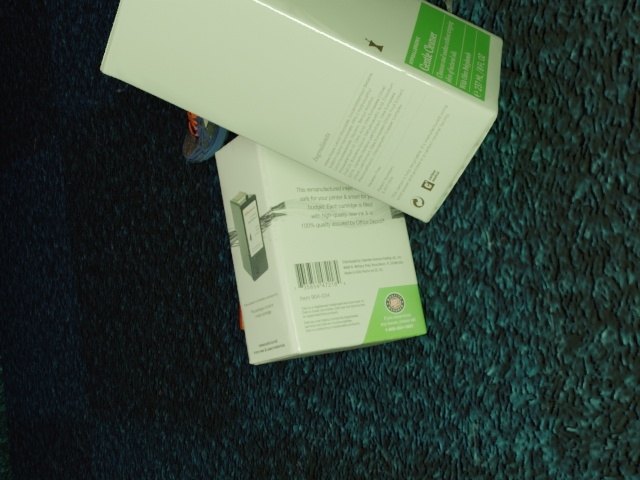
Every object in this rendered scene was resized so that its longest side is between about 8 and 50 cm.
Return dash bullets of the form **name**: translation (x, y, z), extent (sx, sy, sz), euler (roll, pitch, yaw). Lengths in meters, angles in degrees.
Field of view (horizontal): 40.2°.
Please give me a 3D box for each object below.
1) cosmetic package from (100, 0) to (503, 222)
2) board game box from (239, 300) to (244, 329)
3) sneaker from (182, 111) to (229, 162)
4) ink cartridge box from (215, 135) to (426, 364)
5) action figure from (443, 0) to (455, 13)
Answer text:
- **cosmetic package**: translation (-0.011, -0.192, 0.906), extent (0.197, 0.366, 0.155), euler (-73, 10, -52)
- **board game box**: translation (-0.038, 0.018, 1.172), extent (0.045, 0.147, 0.193), euler (2, 94, 53)
- **sneaker**: translation (-0.190, -0.225, 1.406), extent (0.083, 0.087, 0.221), euler (49, 130, 41)
- **ink cartridge box**: translation (0.000, 0.000, 1.074), extent (0.115, 0.198, 0.272), euler (-23, 74, 53)
- **action figure**: translation (0.054, -0.316, 1.011), extent (0.276, 0.141, 0.164), euler (16, 143, 55)
